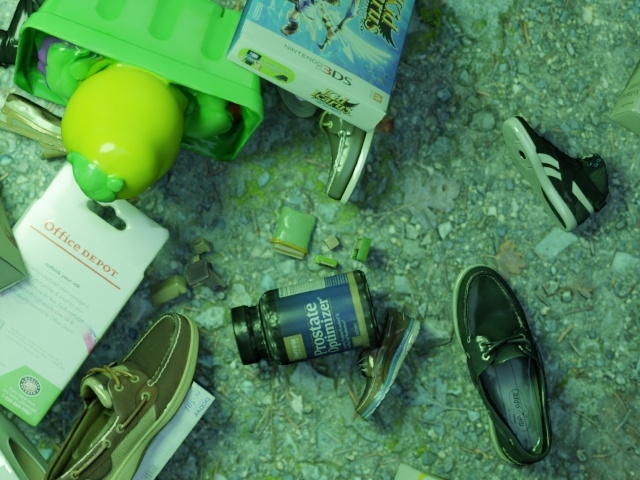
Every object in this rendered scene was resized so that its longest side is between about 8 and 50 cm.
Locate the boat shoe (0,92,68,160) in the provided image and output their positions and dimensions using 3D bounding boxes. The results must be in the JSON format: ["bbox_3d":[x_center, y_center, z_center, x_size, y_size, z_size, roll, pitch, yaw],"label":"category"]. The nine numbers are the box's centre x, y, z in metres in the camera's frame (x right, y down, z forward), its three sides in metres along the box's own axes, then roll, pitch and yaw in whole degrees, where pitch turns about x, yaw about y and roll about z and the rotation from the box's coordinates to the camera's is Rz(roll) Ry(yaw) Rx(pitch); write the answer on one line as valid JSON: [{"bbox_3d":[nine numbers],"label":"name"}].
[{"bbox_3d":[-0.415,-0.156,1.872,0.190,0.068,0.072,29,97,3],"label":"boat shoe"}]

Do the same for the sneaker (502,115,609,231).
[{"bbox_3d":[0.398,-0.134,1.988,0.121,0.079,0.217,-34,102,-11],"label":"sneaker"}]

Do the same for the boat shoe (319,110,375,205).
[{"bbox_3d":[0.048,-0.207,1.919,0.091,0.109,0.305,16,80,-7],"label":"boat shoe"}]

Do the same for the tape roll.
[{"bbox_3d":[-0.447,0.373,1.739,0.100,0.286,0.286,-37,94,-7],"label":"tape roll"}]

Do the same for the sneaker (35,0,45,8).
[{"bbox_3d":[-0.418,-0.473,1.863,0.097,0.084,0.235,-9,90,-10],"label":"sneaker"}]

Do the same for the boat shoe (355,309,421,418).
[{"bbox_3d":[0.094,0.198,1.940,0.066,0.066,0.183,29,75,-2],"label":"boat shoe"}]

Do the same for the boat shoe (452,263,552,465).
[{"bbox_3d":[0.302,0.203,1.941,0.127,0.113,0.340,-9,90,-8],"label":"boat shoe"}]

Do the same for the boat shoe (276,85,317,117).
[{"bbox_3d":[-0.040,-0.290,1.926,0.066,0.063,0.184,-8,90,-9],"label":"boat shoe"}]

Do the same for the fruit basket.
[{"bbox_3d":[-0.276,-0.197,1.765,0.392,0.283,0.392,5,74,-16],"label":"fruit basket"}]

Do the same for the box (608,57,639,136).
[{"bbox_3d":[0.598,-0.305,2.002,0.094,0.113,0.275,30,83,-6],"label":"box"}]

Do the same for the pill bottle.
[{"bbox_3d":[-0.025,0.127,1.883,0.219,0.123,0.123,-13,91,0],"label":"pill bottle"}]

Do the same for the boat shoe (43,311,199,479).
[{"bbox_3d":[-0.302,0.241,1.801,0.123,0.123,0.342,46,64,-37],"label":"boat shoe"}]

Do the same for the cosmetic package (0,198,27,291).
[{"bbox_3d":[-0.556,-0.057,1.744,0.153,0.129,0.296,-25,67,4],"label":"cosmetic package"}]

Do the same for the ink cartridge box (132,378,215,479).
[{"bbox_3d":[-0.244,0.311,1.864,0.046,0.097,0.207,38,84,-5],"label":"ink cartridge box"}]

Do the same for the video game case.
[{"bbox_3d":[0.009,-0.327,1.807,0.244,0.061,0.269,26,54,-15],"label":"video game case"}]

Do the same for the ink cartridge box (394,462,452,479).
[{"bbox_3d":[0.257,0.468,1.794,0.279,0.384,0.160,22,82,-8],"label":"ink cartridge box"}]

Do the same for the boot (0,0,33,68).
[{"bbox_3d":[-0.497,-0.324,1.867,0.099,0.045,0.121,1,94,-11],"label":"boot"}]

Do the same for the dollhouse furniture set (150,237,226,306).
[{"bbox_3d":[-0.211,0.069,1.920,0.114,0.091,0.081,-25,135,13],"label":"dollhouse furniture set"}]

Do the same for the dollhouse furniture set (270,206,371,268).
[{"bbox_3d":[0.000,0.000,1.928,0.151,0.058,0.076,17,86,-8],"label":"dollhouse furniture set"}]

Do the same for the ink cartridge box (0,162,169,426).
[{"bbox_3d":[-0.408,0.078,1.833,0.207,0.119,0.353,36,84,-5],"label":"ink cartridge box"}]
